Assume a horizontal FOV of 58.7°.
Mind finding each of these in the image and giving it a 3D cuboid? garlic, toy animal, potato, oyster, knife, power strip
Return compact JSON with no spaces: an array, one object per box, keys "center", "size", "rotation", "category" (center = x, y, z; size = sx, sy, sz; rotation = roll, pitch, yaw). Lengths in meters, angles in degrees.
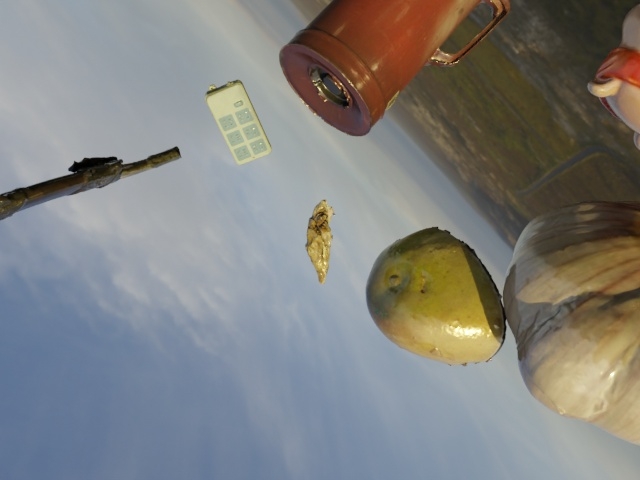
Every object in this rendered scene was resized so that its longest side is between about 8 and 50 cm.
[{"center":[0.350,0.081,0.627],"size":[0.322,0.322,0.241],"rotation":[-103,8,-68],"category":"garlic"},{"center":[0.409,-0.184,0.617],"size":[0.171,0.197,0.171],"rotation":[21,-120,-42],"category":"toy animal"},{"center":[0.125,0.084,0.737],"size":[0.117,0.182,0.202],"rotation":[-7,-134,-29],"category":"potato"},{"center":[0.000,0.000,0.653],"size":[0.051,0.034,0.093],"rotation":[74,-162,-68],"category":"oyster"},{"center":[-0.162,-0.042,0.385],"size":[0.021,0.045,0.222],"rotation":[58,-146,-5],"category":"knife"},{"center":[-0.082,-0.118,0.573],"size":[0.016,0.040,0.090],"rotation":[-106,-7,-53],"category":"power strip"}]

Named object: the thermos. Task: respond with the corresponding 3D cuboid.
[{"center":[0.080,-0.196,0.468],"size":[0.124,0.232,0.099],"rotation":[42,167,2],"category":"thermos"}]
